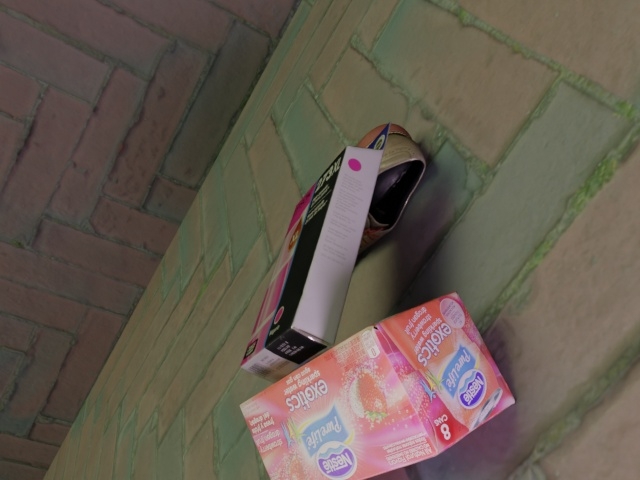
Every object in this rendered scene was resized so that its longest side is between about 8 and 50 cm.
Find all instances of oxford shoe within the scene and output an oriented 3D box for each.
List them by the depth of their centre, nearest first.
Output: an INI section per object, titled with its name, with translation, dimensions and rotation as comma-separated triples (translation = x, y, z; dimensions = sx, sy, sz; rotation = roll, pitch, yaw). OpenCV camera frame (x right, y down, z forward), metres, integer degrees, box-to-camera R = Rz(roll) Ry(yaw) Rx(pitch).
[oxford shoe]
translation = 0.049, -0.031, 1.049
dimensions = 0.348, 0.123, 0.130
rotation = -58, 28, 19

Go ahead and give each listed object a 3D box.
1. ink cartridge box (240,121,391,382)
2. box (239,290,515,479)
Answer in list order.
[ink cartridge box]
translation = 0.000, 0.000, 0.856
dimensions = 0.176, 0.069, 0.371
rotation = -45, 21, 53
[box]
translation = 0.052, 0.196, 0.742
dimensions = 0.300, 0.154, 0.142
rotation = -40, 70, 44
